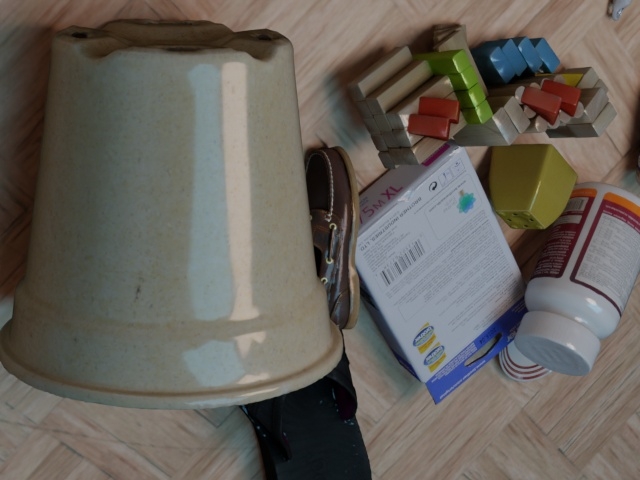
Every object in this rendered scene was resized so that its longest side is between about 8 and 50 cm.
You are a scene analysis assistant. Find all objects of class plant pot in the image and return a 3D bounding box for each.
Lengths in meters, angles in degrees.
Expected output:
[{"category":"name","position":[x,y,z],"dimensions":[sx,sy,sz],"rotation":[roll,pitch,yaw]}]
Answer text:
[{"category":"plant pot","position":[-0.138,-0.044,1.361],"dimensions":[0.334,0.334,0.305],"rotation":[-7,109,-31]},{"category":"plant pot","position":[0.247,-0.059,1.724],"dimensions":[0.081,0.081,0.083],"rotation":[40,61,-45]}]

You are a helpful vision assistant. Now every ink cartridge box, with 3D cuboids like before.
[{"category":"ink cartridge box","position":[0.140,0.040,1.743],"dimensions":[0.186,0.065,0.311],"rotation":[-40,129,-12]}]

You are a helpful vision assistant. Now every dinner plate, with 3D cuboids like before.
[{"category":"dinner plate","position":[0.292,0.124,1.926],"dimensions":[0.141,0.017,0.141],"rotation":[-16,123,-27]}]

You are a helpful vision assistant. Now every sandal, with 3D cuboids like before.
[{"category":"sandal","position":[-0.015,0.189,1.691],"dimensions":[0.167,0.107,0.446],"rotation":[-33,128,-16]}]

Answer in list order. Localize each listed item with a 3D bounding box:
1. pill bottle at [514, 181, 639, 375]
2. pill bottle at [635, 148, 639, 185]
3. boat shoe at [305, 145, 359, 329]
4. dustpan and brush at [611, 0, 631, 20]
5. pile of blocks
[{"category":"pill bottle","position":[0.325,0.048,1.786],"dimensions":[0.121,0.121,0.221],"rotation":[46,62,-42]},{"category":"pill bottle","position":[0.467,-0.152,1.825],"dimensions":[0.112,0.112,0.187],"rotation":[-13,122,-28]},{"category":"boat shoe","position":[0.000,0.000,1.583],"dimensions":[0.073,0.073,0.207],"rotation":[-3,89,-30]},{"category":"dustpan and brush","position":[0.387,-0.358,1.696],"dimensions":[0.147,0.060,0.211],"rotation":[-9,114,-46]},{"category":"pile of blocks","position":[0.206,-0.172,1.604],"dimensions":[0.362,0.112,0.149],"rotation":[-12,99,-36]}]
